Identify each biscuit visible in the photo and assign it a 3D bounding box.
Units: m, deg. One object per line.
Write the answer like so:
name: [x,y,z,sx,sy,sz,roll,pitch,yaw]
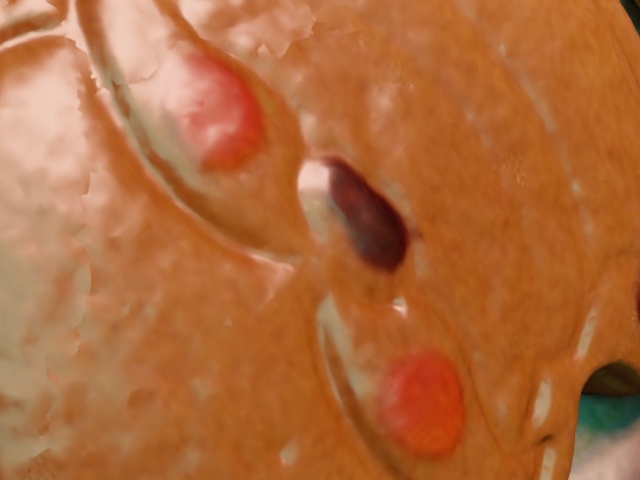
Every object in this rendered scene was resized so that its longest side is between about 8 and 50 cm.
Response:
biscuit: [0.001,0.000,0.634,0.455,0.078,0.349,-40,99,-32]

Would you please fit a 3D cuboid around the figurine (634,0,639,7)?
figurine: [0.254,-0.229,0.817,0.215,0.215,0.228,17,42,-22]
